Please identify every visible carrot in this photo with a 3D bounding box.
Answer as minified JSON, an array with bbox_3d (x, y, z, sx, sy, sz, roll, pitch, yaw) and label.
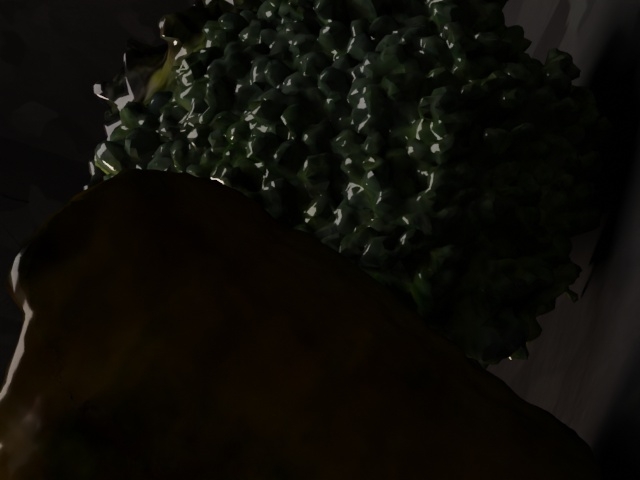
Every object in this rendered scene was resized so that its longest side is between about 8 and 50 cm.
[{"bbox_3d":[-0.006,0.141,0.834,0.241,0.340,0.241,-49,-4,-5],"label":"carrot"}]

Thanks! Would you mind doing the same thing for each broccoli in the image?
[{"bbox_3d":[-0.009,-0.014,1.074,0.272,0.324,0.334,89,162,-48],"label":"broccoli"}]
